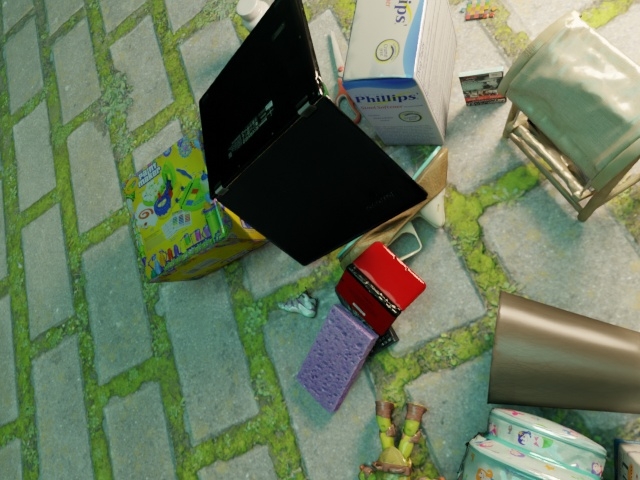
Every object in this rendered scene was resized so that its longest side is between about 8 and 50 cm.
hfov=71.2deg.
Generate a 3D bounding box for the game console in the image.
[{"bbox_3d":[0.122,0.099,0.925,0.144,0.085,0.124,45,138,21],"label":"game console"}]

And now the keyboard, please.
[{"bbox_3d":[0.109,0.154,0.993,0.108,0.023,0.180,-35,65,14],"label":"keyboard"}]

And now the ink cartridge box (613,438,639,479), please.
[{"bbox_3d":[0.516,0.390,0.611,0.168,0.232,0.171,0,77,26],"label":"ink cartridge box"}]

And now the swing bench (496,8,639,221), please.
[{"bbox_3d":[0.455,-0.204,0.783,0.165,0.254,0.253,-37,64,13],"label":"swing bench"}]

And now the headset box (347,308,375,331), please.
[{"bbox_3d":[0.101,0.169,0.963,0.083,0.032,0.062,-31,67,24],"label":"headset box"}]

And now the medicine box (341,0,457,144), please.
[{"bbox_3d":[0.181,-0.379,0.942,0.149,0.289,0.264,5,79,27],"label":"medicine box"}]

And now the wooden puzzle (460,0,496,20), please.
[{"bbox_3d":[0.372,-0.545,1.054,0.083,0.006,0.049,6,80,27],"label":"wooden puzzle"}]

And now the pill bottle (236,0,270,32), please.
[{"bbox_3d":[-0.160,-0.602,1.242,0.087,0.160,0.087,-7,74,24],"label":"pill bottle"}]

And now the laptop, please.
[{"bbox_3d":[-0.047,-0.203,0.930,0.382,0.236,0.408,-31,64,42],"label":"laptop"}]

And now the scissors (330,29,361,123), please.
[{"bbox_3d":[0.051,-0.429,1.172,0.109,0.021,0.297,-34,66,17],"label":"scissors"}]

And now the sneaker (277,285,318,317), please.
[{"bbox_3d":[-0.051,0.141,1.068,0.098,0.038,0.069,12,81,19],"label":"sneaker"}]

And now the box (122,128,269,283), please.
[{"bbox_3d":[-0.315,-0.074,1.126,0.289,0.177,0.279,-25,76,28],"label":"box"}]

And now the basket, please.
[{"bbox_3d":[0.415,0.200,0.763,0.226,0.154,0.205,6,81,23],"label":"basket"}]

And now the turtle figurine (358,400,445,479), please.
[{"bbox_3d":[0.134,0.426,0.859,0.269,0.087,0.218,-20,54,47],"label":"turtle figurine"}]

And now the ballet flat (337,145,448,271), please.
[{"bbox_3d":[0.185,-0.038,0.966,0.124,0.116,0.342,43,98,8],"label":"ballet flat"}]

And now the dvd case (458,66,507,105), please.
[{"bbox_3d":[0.345,-0.323,0.945,0.087,0.119,0.013,1,77,27],"label":"dvd case"}]

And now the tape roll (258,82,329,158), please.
[{"bbox_3d":[-0.132,-0.342,1.209,0.321,0.077,0.322,-7,73,25],"label":"tape roll"}]

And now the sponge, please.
[{"bbox_3d":[0.031,0.256,0.967,0.117,0.031,0.210,36,112,30],"label":"sponge"}]

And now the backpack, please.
[{"bbox_3d":[0.333,0.374,0.694,0.225,0.253,0.191,13,83,29],"label":"backpack"}]
